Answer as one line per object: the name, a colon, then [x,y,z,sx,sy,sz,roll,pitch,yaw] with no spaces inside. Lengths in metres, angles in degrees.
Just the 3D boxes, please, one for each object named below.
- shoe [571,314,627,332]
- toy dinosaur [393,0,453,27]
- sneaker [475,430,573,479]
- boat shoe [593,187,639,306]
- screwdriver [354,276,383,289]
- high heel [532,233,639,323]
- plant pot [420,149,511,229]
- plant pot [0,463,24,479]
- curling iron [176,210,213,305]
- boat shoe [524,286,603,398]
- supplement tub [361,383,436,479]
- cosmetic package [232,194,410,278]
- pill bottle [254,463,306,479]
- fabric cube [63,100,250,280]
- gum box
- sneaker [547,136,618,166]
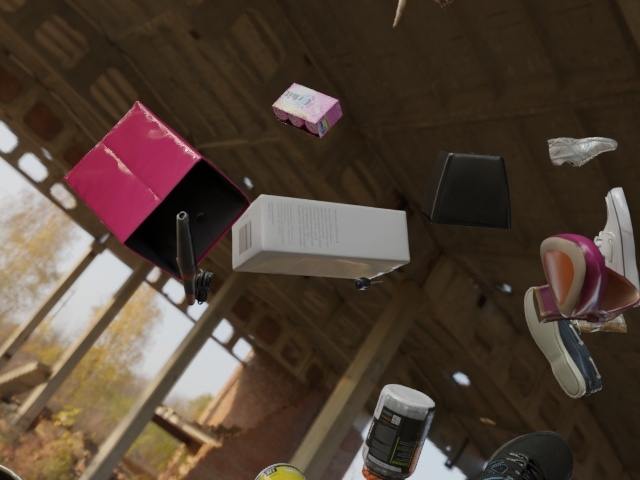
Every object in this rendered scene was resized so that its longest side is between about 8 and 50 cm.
shoe: [0.680,0.200,1.707,0.219,0.058,0.076,5,-4,-24]
toy dinosaur: [0.129,-0.339,0.869,0.064,0.211,0.112,-33,-93,35]
sneaker: [0.279,0.384,0.986,0.125,0.340,0.140,52,-35,16]
boat shoe: [0.552,0.015,1.278,0.075,0.226,0.083,-9,-7,23]
screwdriver: [0.097,0.085,1.309,0.024,0.025,0.170,19,0,20]
high heel: [0.437,0.053,1.045,0.181,0.127,0.377,-13,-15,8]
plant pot: [0.354,-0.128,1.626,0.188,0.167,0.187,5,11,-1]
plant pot: [-0.657,0.635,1.294,0.323,0.323,0.280,24,-38,26]
curling iron: [-0.214,0.032,1.109,0.035,0.068,0.274,14,-29,7]
boat shoe: [0.531,0.214,1.478,0.095,0.079,0.255,111,-38,-54]
supplement tub: [0.155,0.403,1.389,0.117,0.190,0.117,18,5,-2]
cosmetic package: [0.000,0.000,1.913,0.453,0.162,0.230,6,-18,-27]
pill bottle: [-0.051,0.467,1.148,0.103,0.103,0.184,44,-4,-21]
fabric cube: [-0.369,-0.111,1.564,0.258,0.259,0.254,41,-3,30]
gum box: [-0.043,-0.383,1.981,0.188,0.107,0.062,29,-23,33]
sneaker: [0.547,-0.186,1.417,0.152,0.061,0.053,-4,4,-8]
